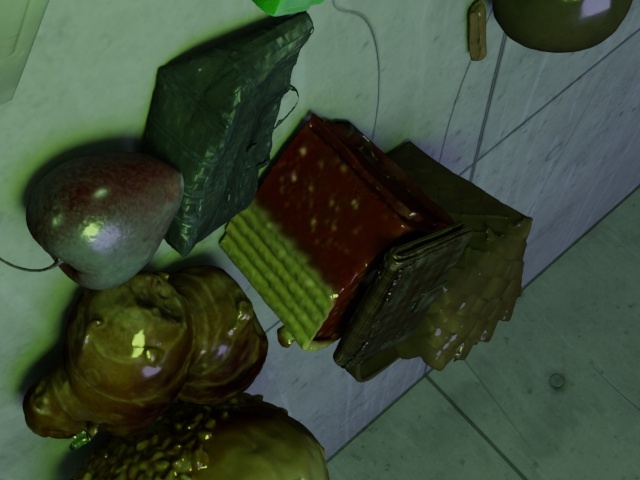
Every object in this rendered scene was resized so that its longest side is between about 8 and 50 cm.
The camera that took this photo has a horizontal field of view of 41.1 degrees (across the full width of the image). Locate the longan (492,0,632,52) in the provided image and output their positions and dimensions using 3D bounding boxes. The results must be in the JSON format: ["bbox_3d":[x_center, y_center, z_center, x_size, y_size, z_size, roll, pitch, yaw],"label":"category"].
[{"bbox_3d":[0.308,-0.318,1.073,0.189,0.189,0.189,-37,158,-18],"label":"longan"}]

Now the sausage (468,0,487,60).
[{"bbox_3d":[0.211,-0.280,1.145,0.026,0.026,0.116,-42,158,-5],"label":"sausage"}]

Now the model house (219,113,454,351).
[{"bbox_3d":[0.000,0.000,1.054,0.254,0.196,0.160,-48,159,13],"label":"model house"}]

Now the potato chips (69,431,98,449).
[{"bbox_3d":[-0.267,0.215,1.204,0.207,0.028,0.092,-31,155,-35],"label":"potato chips"}]

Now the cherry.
[{"bbox_3d":[-0.196,-0.034,0.739,0.148,0.115,0.188,-13,150,1],"label":"cherry"}]

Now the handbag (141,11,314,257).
[{"bbox_3d":[-0.095,-0.100,0.863,0.175,0.089,0.270,-35,159,-44],"label":"handbag"}]

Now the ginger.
[{"bbox_3d":[-0.193,0.151,1.040,0.274,0.152,0.357,-52,156,20],"label":"ginger"}]

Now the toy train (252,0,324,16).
[{"bbox_3d":[0.043,-0.276,0.773,0.251,0.085,0.119,-23,156,-40],"label":"toy train"}]

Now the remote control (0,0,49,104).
[{"bbox_3d":[-0.216,-0.111,0.469,0.103,0.055,0.277,-34,-171,-24],"label":"remote control"}]

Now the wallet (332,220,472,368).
[{"bbox_3d":[0.093,0.068,1.019,0.124,0.042,0.230,-23,150,-31],"label":"wallet"}]

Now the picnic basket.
[{"bbox_3d":[0.138,0.053,1.270,0.254,0.291,0.321,-34,145,-28],"label":"picnic basket"}]

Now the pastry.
[{"bbox_3d":[-0.183,0.357,1.241,0.409,0.245,0.409,-22,178,-1],"label":"pastry"}]
